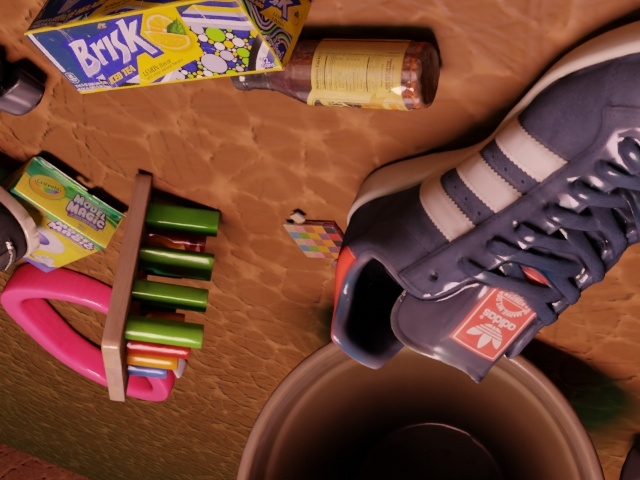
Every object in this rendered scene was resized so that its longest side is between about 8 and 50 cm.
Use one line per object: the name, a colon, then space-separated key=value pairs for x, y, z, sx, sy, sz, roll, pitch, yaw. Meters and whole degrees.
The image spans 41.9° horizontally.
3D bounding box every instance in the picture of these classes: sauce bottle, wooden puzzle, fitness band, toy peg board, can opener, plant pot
sauce bottle: x=0.006 y=-0.101 z=0.503 sx=0.128 sy=0.042 sz=0.042 roll=9 pitch=149 yaw=27
wooden puzzle: x=0.000 y=0.000 z=0.719 sx=0.049 sy=0.006 sz=0.083 roll=3 pitch=147 yaw=31
fitness band: x=-0.296 y=0.128 z=1.098 sx=0.209 sy=0.054 sz=0.291 roll=11 pitch=149 yaw=19
toy peg board: x=-0.141 y=0.052 z=0.761 sx=0.079 sy=0.161 sz=0.161 roll=9 pitch=153 yaw=-7
can opener: x=-0.296 y=-0.107 z=0.681 sx=0.186 sy=0.059 sz=0.073 roll=-11 pitch=139 yaw=44
plant pot: x=0.105 y=0.265 z=0.838 sx=0.323 sy=0.323 sz=0.280 roll=14 pitch=167 yaw=15

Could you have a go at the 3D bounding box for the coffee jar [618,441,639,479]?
coffee jar: x=0.363 y=0.276 z=0.873 sx=0.096 sy=0.079 sz=0.184 roll=10 pitch=151 yaw=26

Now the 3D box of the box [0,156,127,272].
box: x=-0.272 y=-0.023 z=0.830 sx=0.105 sy=0.043 sz=0.179 roll=37 pitch=147 yaw=-26

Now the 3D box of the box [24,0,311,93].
box: x=-0.094 y=-0.133 z=0.502 sx=0.168 sy=0.054 sz=0.059 roll=0 pitch=146 yaw=33

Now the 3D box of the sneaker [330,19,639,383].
sneaker: x=0.124 y=0.003 z=0.488 sx=0.131 sy=0.148 sz=0.350 roll=32 pitch=150 yaw=-18

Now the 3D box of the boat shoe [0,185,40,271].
boat shoe: x=-0.368 y=-0.050 z=0.770 sx=0.233 sy=0.079 sz=0.084 roll=38 pitch=144 yaw=11
